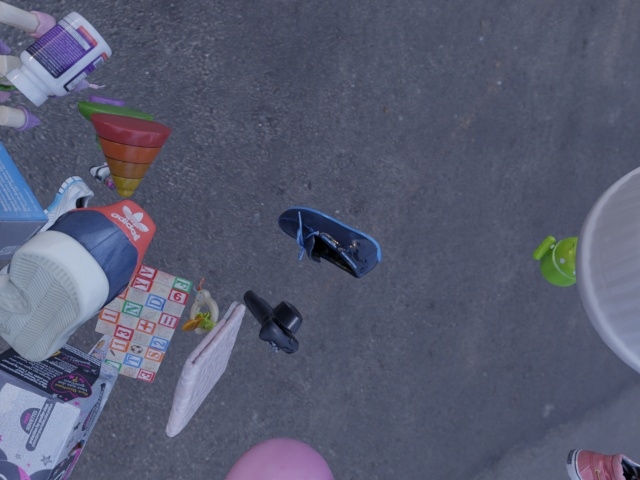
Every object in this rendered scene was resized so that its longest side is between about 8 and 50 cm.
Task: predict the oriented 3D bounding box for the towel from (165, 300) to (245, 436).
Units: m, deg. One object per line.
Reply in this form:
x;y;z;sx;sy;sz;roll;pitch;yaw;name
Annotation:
-0.349;0.385;1.521;0.317;0.053;0.332;-55;169;-57;towel

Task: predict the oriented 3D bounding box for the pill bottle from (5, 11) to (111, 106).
-0.546;-0.372;1.040;0.193;0.108;0.108;-46;126;-11;pill bottle

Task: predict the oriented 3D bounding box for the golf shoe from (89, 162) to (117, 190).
-0.557;-0.201;1.390;0.086;0.186;0.067;33;113;2;golf shoe

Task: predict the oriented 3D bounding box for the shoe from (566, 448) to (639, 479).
0.443;0.379;0.733;0.178;0.081;0.063;53;51;-11;shoe

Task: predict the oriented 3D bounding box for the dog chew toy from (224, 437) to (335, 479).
0.000;0.459;0.781;0.206;0.332;0.206;-47;150;-39;dog chew toy

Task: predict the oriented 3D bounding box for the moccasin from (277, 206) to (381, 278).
0.000;0.000;1.364;0.117;0.342;0.138;-50;138;-24;moccasin

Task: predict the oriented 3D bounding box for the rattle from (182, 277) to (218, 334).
-0.439;0.219;1.713;0.143;0.130;0.199;3;64;-40;rattle

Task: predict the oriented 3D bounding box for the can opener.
-0.079;0.126;0.803;0.073;0.186;0.059;-43;115;-12;can opener

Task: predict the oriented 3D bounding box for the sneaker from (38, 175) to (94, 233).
-0.642;-0.065;1.263;0.190;0.083;0.071;-56;169;8;sneaker

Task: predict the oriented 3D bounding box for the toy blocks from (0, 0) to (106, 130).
-0.728;-0.368;1.212;0.260;0.288;0.309;-11;101;-69;toy blocks

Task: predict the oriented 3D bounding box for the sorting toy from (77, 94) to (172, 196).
-0.368;-0.174;0.898;0.127;0.365;0.126;2;109;-32;sorting toy

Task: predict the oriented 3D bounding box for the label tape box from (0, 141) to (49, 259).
-0.550;-0.090;0.609;0.106;0.240;0.334;-38;171;14;label tape box

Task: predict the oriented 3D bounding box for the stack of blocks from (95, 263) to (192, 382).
-0.444;0.202;1.215;0.171;0.087;0.297;21;122;-14;stack of blocks

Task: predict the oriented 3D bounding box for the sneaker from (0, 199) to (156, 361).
-0.319;0.049;0.633;0.131;0.350;0.148;55;43;-16;sneaker

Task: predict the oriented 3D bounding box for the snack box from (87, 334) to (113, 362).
-0.663;0.339;1.532;0.064;0.178;0.022;24;121;-1;snack box

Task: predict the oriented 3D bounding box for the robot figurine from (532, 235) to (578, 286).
0.392;0.034;0.789;0.067;0.101;0.115;-47;167;-11;robot figurine

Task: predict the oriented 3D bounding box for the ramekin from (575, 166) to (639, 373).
0.423;0.022;0.509;0.273;0.273;0.127;-55;170;-9;ramekin

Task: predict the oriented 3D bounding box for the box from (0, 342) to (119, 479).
-0.471;0.307;0.815;0.163;0.142;0.247;28;102;-2;box
